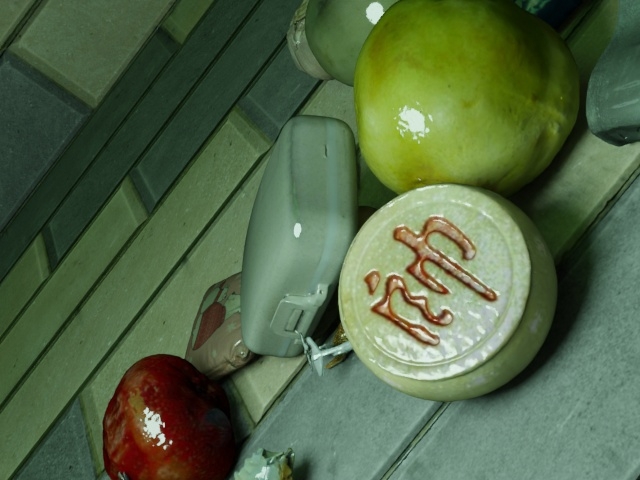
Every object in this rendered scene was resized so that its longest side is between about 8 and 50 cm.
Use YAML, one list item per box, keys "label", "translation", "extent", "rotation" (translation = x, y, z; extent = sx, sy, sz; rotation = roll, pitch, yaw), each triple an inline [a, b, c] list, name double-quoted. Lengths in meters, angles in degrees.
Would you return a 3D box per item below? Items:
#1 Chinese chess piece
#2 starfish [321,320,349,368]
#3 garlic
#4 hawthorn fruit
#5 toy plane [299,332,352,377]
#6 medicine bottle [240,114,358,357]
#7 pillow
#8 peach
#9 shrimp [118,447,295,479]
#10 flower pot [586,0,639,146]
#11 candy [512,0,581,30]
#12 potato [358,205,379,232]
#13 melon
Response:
- label: "Chinese chess piece"
  translation: [0.154, 0.063, 1.387]
  extent: [0.270, 0.112, 0.270]
  rotation: [-10, 67, 24]
- label: "starfish"
  translation: [0.053, 0.134, 1.661]
  extent: [0.133, 0.041, 0.130]
  rotation: [-60, 29, -10]
- label: "garlic"
  translation: [0.024, -0.419, 2.222]
  extent: [0.228, 0.152, 0.228]
  rotation: [-39, 26, 23]
- label: "hawthorn fruit"
  translation: [-0.247, 0.324, 1.767]
  extent: [0.266, 0.210, 0.230]
  rotation: [-61, 38, 22]
- label: "toy plane"
  translation: [0.104, 0.127, 1.552]
  extent: [0.273, 0.107, 0.182]
  rotation: [-50, 61, 35]
- label: "medicine bottle"
  translation: [-0.039, 0.001, 1.704]
  extent: [0.375, 0.123, 0.282]
  rotation: [115, 157, -53]
- label: "pillow"
  translation: [-0.152, 0.142, 1.934]
  extent: [0.223, 0.084, 0.236]
  rotation: [-25, 36, 46]
- label: "peach"
  translation: [0.185, -0.197, 1.569]
  extent: [0.314, 0.281, 0.315]
  rotation: [5, 71, 53]
- label: "shrimp"
  translation: [-0.154, 0.397, 1.588]
  extent: [0.287, 0.068, 0.185]
  rotation: [-15, 71, 27]
- label: "flower pot"
  translation: [0.419, -0.224, 1.415]
  extent: [0.108, 0.103, 0.229]
  rotation: [-8, 53, 56]
- label: "candy"
  translation: [0.308, -0.349, 1.775]
  extent: [0.331, 0.077, 0.187]
  rotation: [-49, 34, 13]
- label: "potato"
  translation: [0.073, 0.007, 1.708]
  extent: [0.112, 0.112, 0.147]
  rotation: [-62, 19, -14]
- label: "melon"
  translation: [0.106, -0.391, 1.948]
  extent: [0.271, 0.272, 0.308]
  rotation: [-85, 19, -45]
